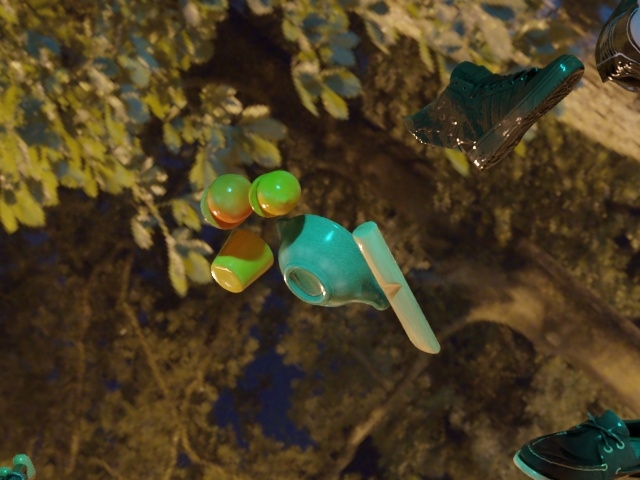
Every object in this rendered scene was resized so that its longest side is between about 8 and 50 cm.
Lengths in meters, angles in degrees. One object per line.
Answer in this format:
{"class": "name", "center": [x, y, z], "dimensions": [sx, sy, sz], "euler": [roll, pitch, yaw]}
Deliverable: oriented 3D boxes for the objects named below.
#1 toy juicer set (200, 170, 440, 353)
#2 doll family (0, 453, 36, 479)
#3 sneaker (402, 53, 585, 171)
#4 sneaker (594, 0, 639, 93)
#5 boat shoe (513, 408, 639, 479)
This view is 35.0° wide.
{"class": "toy juicer set", "center": [0.000, 0.000, 1.220], "dimensions": [0.089, 0.329, 0.209], "euler": [-50, -37, -36]}
{"class": "doll family", "center": [-0.294, 0.198, 0.702], "dimensions": [0.193, 0.076, 0.111], "euler": [-29, 16, 11]}
{"class": "sneaker", "center": [0.144, -0.123, 0.867], "dimensions": [0.051, 0.089, 0.170], "euler": [-25, -17, -38]}
{"class": "sneaker", "center": [0.260, -0.147, 0.788], "dimensions": [0.090, 0.081, 0.232], "euler": [-66, -6, 26]}
{"class": "boat shoe", "center": [0.445, 0.315, 1.566], "dimensions": [0.340, 0.127, 0.113], "euler": [9, -70, -28]}
